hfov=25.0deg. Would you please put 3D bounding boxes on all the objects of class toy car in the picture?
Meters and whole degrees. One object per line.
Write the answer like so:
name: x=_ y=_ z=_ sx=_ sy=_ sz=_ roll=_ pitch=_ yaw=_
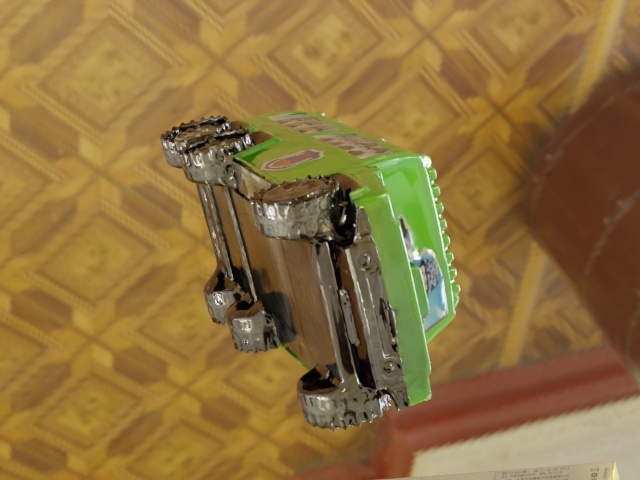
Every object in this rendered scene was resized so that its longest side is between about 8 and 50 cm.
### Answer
toy car: x=0.000 y=0.000 z=0.446 sx=0.062 sy=0.165 sz=0.071 roll=-18 pitch=106 yaw=-13

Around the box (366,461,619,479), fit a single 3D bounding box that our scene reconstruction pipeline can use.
box: x=0.114 y=0.240 z=1.156 sx=0.247 sy=0.129 sz=0.033 roll=-8 pitch=126 yaw=21
